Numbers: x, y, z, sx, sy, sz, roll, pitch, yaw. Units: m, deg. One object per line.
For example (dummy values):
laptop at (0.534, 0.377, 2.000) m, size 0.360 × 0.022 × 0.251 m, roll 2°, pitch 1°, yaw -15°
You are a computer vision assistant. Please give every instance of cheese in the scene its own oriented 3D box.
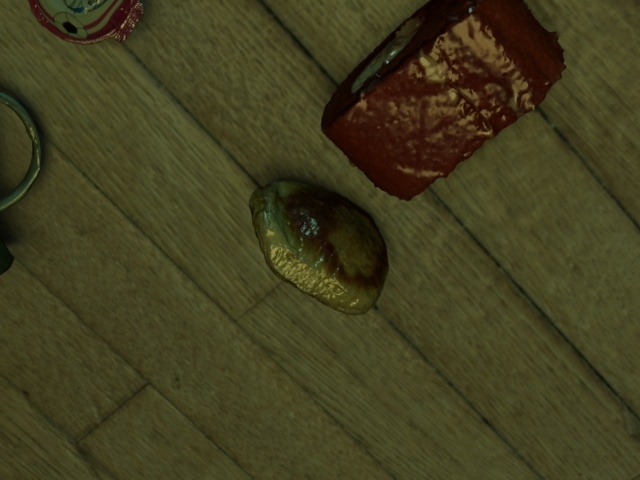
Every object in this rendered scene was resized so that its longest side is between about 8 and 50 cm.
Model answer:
cheese at (-0.317, -0.337, 1.058) m, size 0.244 × 0.062 × 0.155 m, roll 42°, pitch 110°, yaw 1°

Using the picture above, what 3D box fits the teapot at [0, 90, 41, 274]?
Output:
teapot at (-0.496, -0.114, 1.108) m, size 0.270 × 0.200 × 0.337 m, roll -11°, pitch 111°, yaw -18°

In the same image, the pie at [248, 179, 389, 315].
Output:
pie at (0.000, 0.000, 1.099) m, size 0.205 × 0.179 × 0.084 m, roll 30°, pitch 117°, yaw -14°

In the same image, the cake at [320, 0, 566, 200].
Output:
cake at (0.139, -0.184, 1.016) m, size 0.283 × 0.177 × 0.151 m, roll -40°, pitch 103°, yaw 24°
